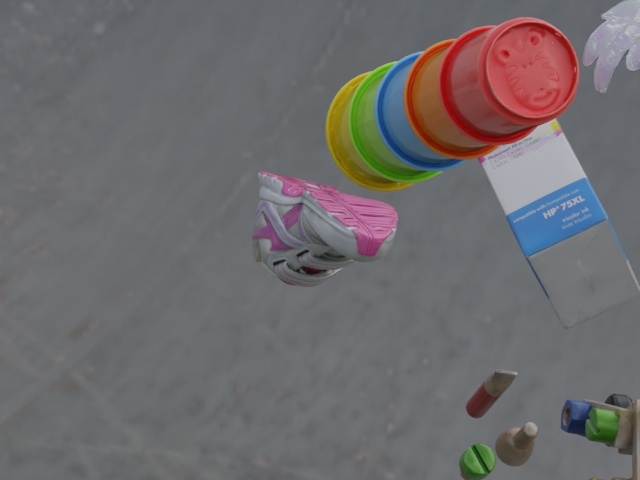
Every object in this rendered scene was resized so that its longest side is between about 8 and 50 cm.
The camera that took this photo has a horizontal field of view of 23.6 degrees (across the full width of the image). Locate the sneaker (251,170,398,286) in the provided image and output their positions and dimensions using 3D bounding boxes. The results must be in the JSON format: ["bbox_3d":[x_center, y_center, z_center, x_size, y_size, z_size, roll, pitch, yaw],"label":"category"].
[{"bbox_3d":[0.000,0.000,1.624,0.103,0.111,0.252,11,5,-23],"label":"sneaker"}]

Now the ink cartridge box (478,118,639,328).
[{"bbox_3d":[0.191,-0.054,1.349,0.134,0.078,0.231,53,13,-51],"label":"ink cartridge box"}]

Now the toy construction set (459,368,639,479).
[{"bbox_3d":[0.296,0.228,1.551,0.309,0.257,0.237,32,-23,6],"label":"toy construction set"}]

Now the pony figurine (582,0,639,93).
[{"bbox_3d":[0.435,-0.217,1.271,0.351,0.363,0.303,-31,58,-17],"label":"pony figurine"}]

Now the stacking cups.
[{"bbox_3d":[0.089,-0.085,1.032,0.096,0.096,0.316,9,-3,-15],"label":"stacking cups"}]
